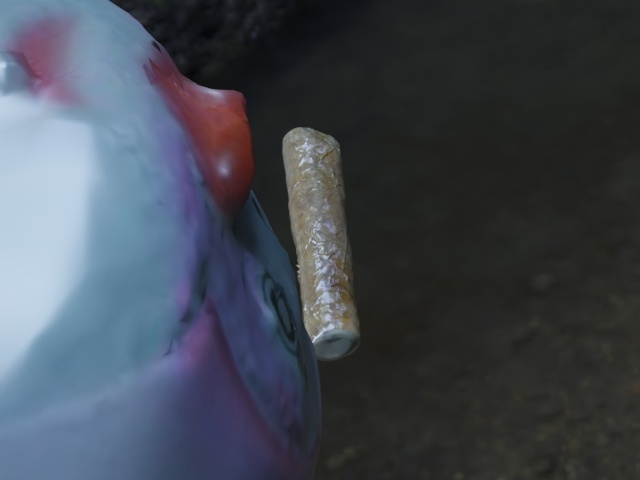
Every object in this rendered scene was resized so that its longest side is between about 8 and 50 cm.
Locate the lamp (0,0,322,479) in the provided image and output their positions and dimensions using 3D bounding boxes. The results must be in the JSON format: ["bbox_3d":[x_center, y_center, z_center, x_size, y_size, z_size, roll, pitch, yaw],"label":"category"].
[{"bbox_3d":[-0.145,0.024,0.367,0.247,0.301,0.247,-45,42,14],"label":"lamp"}]

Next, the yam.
[{"bbox_3d":[0.000,0.000,1.588,0.066,0.066,0.300,-12,45,7],"label":"yam"}]
